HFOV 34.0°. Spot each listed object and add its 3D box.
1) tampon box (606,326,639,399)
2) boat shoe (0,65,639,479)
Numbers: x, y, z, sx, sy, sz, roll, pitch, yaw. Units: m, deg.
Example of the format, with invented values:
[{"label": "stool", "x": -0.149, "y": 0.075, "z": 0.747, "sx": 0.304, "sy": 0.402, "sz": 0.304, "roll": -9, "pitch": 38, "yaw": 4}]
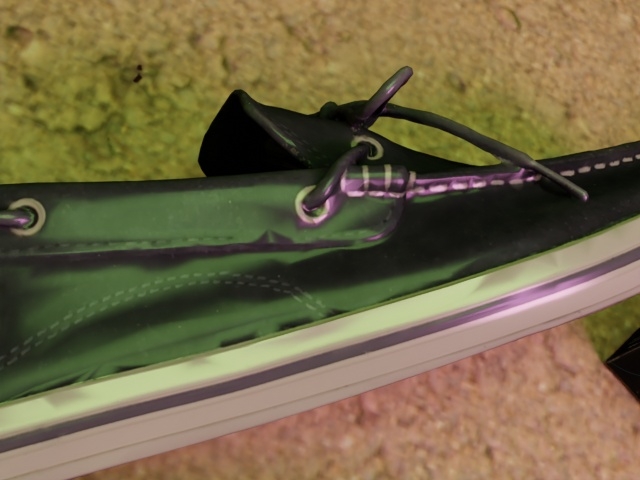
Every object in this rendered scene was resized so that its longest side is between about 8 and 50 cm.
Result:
[{"label": "tampon box", "x": 0.277, "y": 0.048, "z": 0.614, "sx": 0.161, "sy": 0.120, "sz": 0.101, "roll": -38, "pitch": 84, "yaw": -26}, {"label": "boat shoe", "x": 0.000, "y": 0.000, "z": 0.509, "sx": 0.500, "sy": 0.187, "sz": 0.156, "roll": -14, "pitch": 80, "yaw": -17}]
